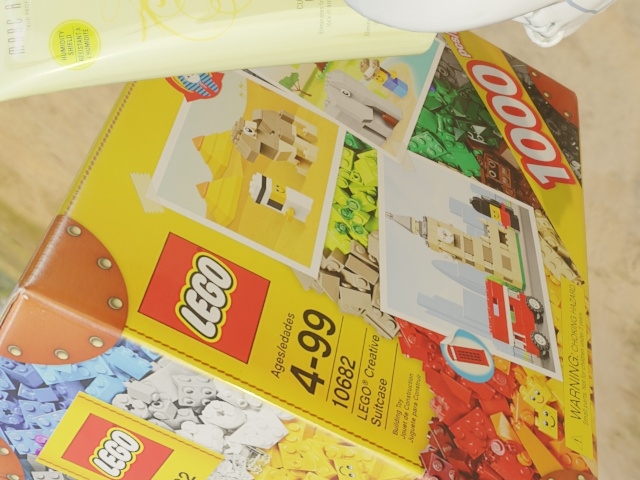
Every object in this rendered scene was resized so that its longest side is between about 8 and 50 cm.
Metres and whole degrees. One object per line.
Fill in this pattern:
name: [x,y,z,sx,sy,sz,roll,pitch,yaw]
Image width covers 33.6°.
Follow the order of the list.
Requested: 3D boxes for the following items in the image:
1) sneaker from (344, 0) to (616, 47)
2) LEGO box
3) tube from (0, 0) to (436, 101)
sneaker: [0.095,-0.124,0.405,0.111,0.297,0.129,39,132,14]
LEGO box: [0.000,0.000,0.811,0.372,0.500,0.193,27,130,-13]
tube: [-0.059,-0.119,0.540,0.070,0.240,0.062,-110,21,-46]
